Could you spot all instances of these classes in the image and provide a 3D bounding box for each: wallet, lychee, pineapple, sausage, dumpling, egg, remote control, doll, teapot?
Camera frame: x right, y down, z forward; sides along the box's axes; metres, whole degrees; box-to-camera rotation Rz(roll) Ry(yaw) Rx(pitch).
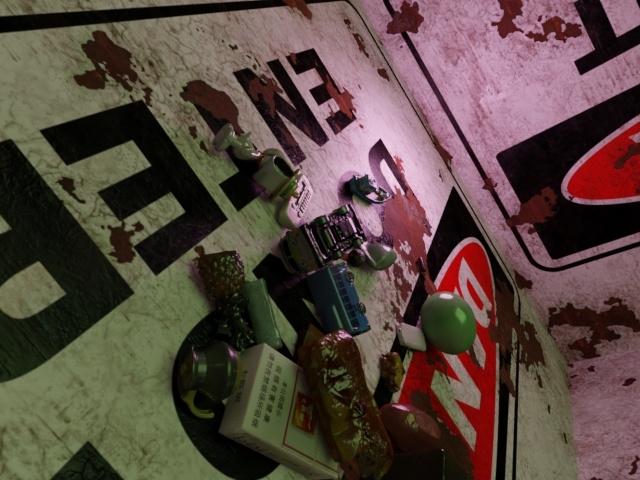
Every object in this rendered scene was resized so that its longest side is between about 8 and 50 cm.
[{"bbox_3d":[-0.005,0.360,1.310,0.195,0.041,0.161,46,42,-29],"label":"wallet"},{"bbox_3d":[0.133,0.066,1.664,0.083,0.068,0.067,13,100,-53],"label":"lychee"},{"bbox_3d":[-0.226,0.149,1.103,0.125,0.125,0.252,-15,91,-56],"label":"pineapple"},{"bbox_3d":[0.364,0.384,1.791,0.190,0.033,0.095,27,47,-43],"label":"wallet"},{"bbox_3d":[0.293,0.615,1.458,0.254,0.148,0.148,41,40,-34],"label":"sausage"},{"bbox_3d":[0.214,0.062,1.754,0.216,0.149,0.105,-16,113,-64],"label":"dumpling"},{"bbox_3d":[0.535,0.345,1.878,0.270,0.220,0.220,62,34,-8],"label":"egg"},{"bbox_3d":[-0.084,-0.128,1.504,0.090,0.049,0.230,58,33,-29],"label":"remote control"},{"bbox_3d":[-0.190,-0.230,1.376,0.271,0.144,0.208,17,34,-51],"label":"doll"},{"bbox_3d":[-0.244,0.299,0.969,0.119,0.130,0.166,14,88,-31],"label":"teapot"},{"bbox_3d":[0.254,0.465,1.575,0.116,0.069,0.138,27,57,-49],"label":"pineapple"}]

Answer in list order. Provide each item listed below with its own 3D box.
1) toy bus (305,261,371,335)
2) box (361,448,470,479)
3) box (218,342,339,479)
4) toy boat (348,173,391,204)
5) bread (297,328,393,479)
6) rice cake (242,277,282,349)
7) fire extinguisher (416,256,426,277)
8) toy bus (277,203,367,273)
[{"bbox_3d":[0.054,0.199,1.425,0.133,0.116,0.234,-5,71,-54],"label":"toy bus"},{"bbox_3d":[0.253,0.698,1.221,0.143,0.273,0.184,46,38,-26],"label":"box"},{"bbox_3d":[-0.076,0.431,1.118,0.330,0.095,0.210,44,39,-30],"label":"box"},{"bbox_3d":[0.228,-0.222,1.947,0.237,0.098,0.110,20,56,-47],"label":"toy boat"},{"bbox_3d":[0.069,0.423,1.142,0.185,0.109,0.381,-11,80,-57],"label":"bread"},{"bbox_3d":[-0.153,0.193,1.178,0.063,0.069,0.207,78,-3,-77],"label":"rice cake"},{"bbox_3d":[0.474,0.122,2.111,0.046,0.032,0.101,42,32,-46],"label":"fire extinguisher"},{"bbox_3d":[0.000,0.000,1.421,0.305,0.178,0.143,-29,94,-57],"label":"toy bus"}]
